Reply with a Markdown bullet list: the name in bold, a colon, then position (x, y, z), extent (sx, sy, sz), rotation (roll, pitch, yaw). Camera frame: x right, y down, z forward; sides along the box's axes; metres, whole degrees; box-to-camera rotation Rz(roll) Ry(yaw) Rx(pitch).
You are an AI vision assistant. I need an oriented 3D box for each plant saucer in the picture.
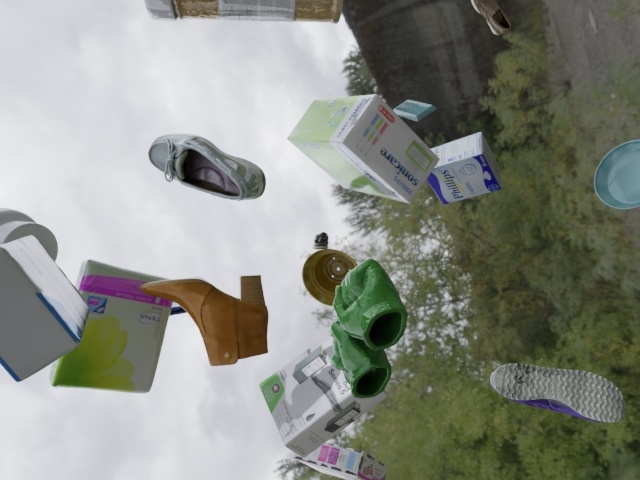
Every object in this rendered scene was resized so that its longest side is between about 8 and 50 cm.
- **plant saucer**: position (0.274, -0.389, 1.394), extent (0.018, 0.067, 0.192), rotation (56, -179, -24)
- **plant saucer**: position (0.527, -0.109, 0.792), extent (0.021, 0.119, 0.119), rotation (13, -118, -29)

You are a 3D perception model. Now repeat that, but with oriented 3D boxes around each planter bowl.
- **planter bowl**: position (0.052, 0.114, 1.631), extent (0.090, 0.217, 0.217), rotation (-48, -58, -63)

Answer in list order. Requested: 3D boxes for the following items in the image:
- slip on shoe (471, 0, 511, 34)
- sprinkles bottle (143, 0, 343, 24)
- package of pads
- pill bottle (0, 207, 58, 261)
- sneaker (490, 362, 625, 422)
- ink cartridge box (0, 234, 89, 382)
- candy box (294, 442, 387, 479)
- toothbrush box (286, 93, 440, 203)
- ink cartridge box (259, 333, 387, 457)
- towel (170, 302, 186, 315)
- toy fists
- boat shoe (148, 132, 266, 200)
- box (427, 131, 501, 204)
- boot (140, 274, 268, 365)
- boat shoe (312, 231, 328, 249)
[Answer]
- **slip on shoe**: position (0.427, -0.575, 1.173), extent (0.135, 0.051, 0.041), rotation (47, 179, -23)
- **sprinkles bottle**: position (-0.138, -0.466, 0.865), extent (0.121, 0.356, 0.121), rotation (179, 90, -85)
- **package of pads**: position (-0.499, 0.216, 1.154), extent (0.229, 0.101, 0.296), rotation (19, -106, -33)
- **pill bottle**: position (-0.786, 0.006, 1.119), extent (0.176, 0.319, 0.176), rotation (-25, -61, -59)
- **sneaker**: position (0.557, 0.359, 1.132), extent (0.146, 0.294, 0.102), rotation (69, -145, -69)
- **ink cartridge box**: position (-0.373, 0.075, 0.596), extent (0.082, 0.191, 0.139), rotation (-36, -74, -18)
- **candy box**: position (0.060, 0.669, 1.415), extent (0.159, 0.234, 0.071), rotation (48, -130, -38)
- **toothbrush box**: position (0.082, -0.201, 1.028), extent (0.206, 0.283, 0.122), rotation (36, -94, -28)
- **ink cartridge box**: position (0.005, 0.389, 1.225), extent (0.198, 0.273, 0.114), rotation (52, 178, 47)
- **towel**: position (-0.507, 0.187, 1.439), extent (0.209, 0.285, 0.034), rotation (-4, -80, -55)
- **toy fists**: position (0.075, 0.161, 0.867), extent (0.142, 0.096, 0.279), rotation (-110, 20, -48)
- **boat shoe**: position (-0.286, -0.172, 1.115), extent (0.103, 0.321, 0.118), rotation (-34, -34, -61)
- **box**: position (0.314, -0.156, 1.047), extent (0.126, 0.137, 0.072), rotation (44, -136, -40)
- **boot**: position (-0.270, 0.191, 1.108), extent (0.104, 0.295, 0.211), rotation (164, 104, -82)
- **boat shoe**: position (0.000, 0.000, 1.586), extent (0.152, 0.056, 0.049), rotation (-74, -18, -82)
